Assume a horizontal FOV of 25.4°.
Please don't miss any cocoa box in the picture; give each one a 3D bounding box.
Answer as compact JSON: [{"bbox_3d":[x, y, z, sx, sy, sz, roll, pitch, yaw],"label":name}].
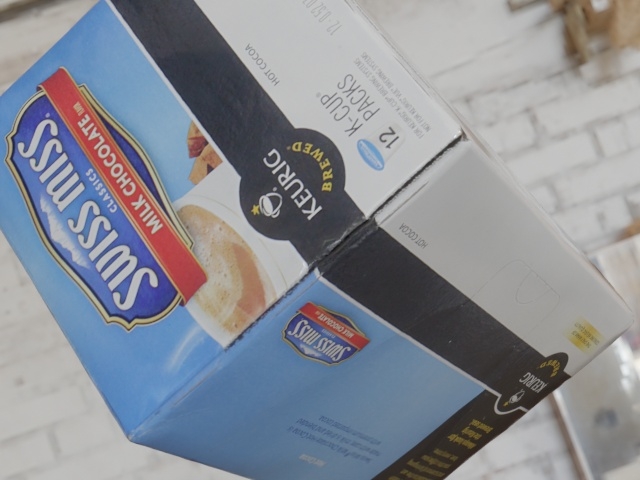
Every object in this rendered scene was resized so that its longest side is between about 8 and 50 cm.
[{"bbox_3d":[0.000,0.000,0.862,0.228,0.231,0.347,-41,-30,8],"label":"cocoa box"}]
